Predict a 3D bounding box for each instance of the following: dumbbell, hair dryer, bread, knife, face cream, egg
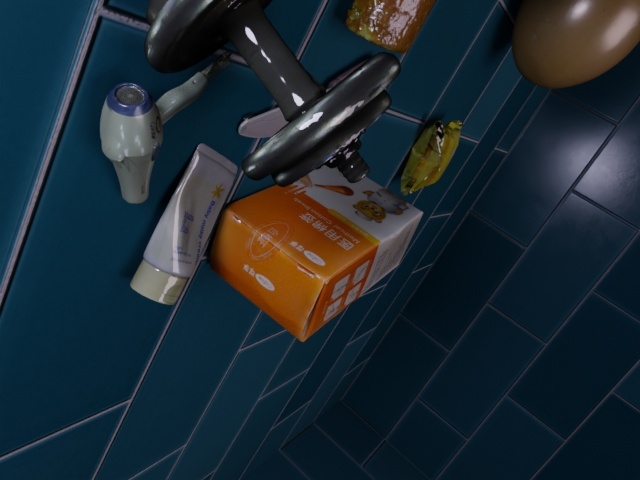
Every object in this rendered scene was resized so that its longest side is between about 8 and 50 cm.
[{"bbox_3d":[-0.046,-0.175,0.513,0.192,0.290,0.192,-37,-168,9],"label":"dumbbell"},{"bbox_3d":[-0.182,-0.131,0.620,0.199,0.067,0.167,-52,175,-49],"label":"hair dryer"},{"bbox_3d":[0.116,-0.369,0.762,0.172,0.103,0.132,-62,164,24],"label":"bread"},{"bbox_3d":[-0.007,-0.225,0.856,0.336,0.043,0.081,-31,158,-32],"label":"knife"},{"bbox_3d":[-0.190,-0.022,0.752,0.224,0.070,0.114,-62,160,0],"label":"face cream"},{"bbox_3d":[0.657,-0.564,1.324,0.301,0.301,0.374,-18,141,-57],"label":"egg"}]

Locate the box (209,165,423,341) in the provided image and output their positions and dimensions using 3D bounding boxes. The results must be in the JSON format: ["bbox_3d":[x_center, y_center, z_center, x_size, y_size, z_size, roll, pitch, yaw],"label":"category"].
[{"bbox_3d":[0.000,0.000,0.951,0.341,0.225,0.143,-31,149,-46],"label":"box"}]

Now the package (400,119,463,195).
[{"bbox_3d":[0.296,-0.226,1.412,0.168,0.090,0.226,-21,140,-50],"label":"package"}]
